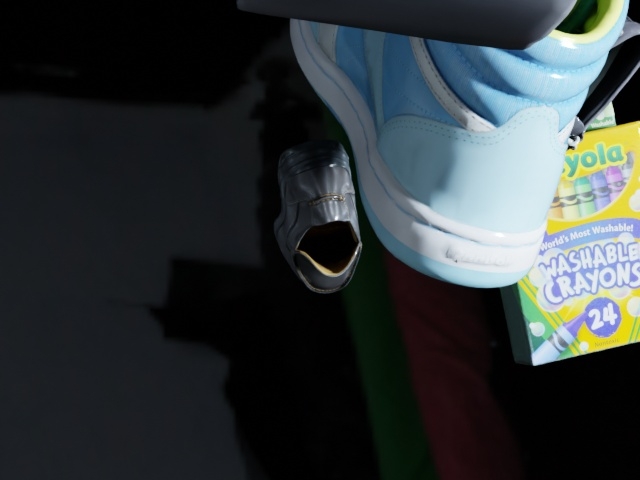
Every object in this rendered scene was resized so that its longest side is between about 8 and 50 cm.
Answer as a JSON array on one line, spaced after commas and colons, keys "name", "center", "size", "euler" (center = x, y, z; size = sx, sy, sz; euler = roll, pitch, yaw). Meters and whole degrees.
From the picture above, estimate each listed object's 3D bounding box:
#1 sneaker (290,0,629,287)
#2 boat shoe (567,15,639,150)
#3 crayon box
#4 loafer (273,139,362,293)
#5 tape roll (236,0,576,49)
[{"name": "sneaker", "center": [0.082, -0.144, 0.864], "size": [0.319, 0.127, 0.208], "euler": [-113, -144, -48]}, {"name": "boat shoe", "center": [0.180, -0.102, 1.180], "size": [0.206, 0.075, 0.065], "euler": [-50, -139, -6]}, {"name": "crayon box", "center": [0.317, -0.022, 1.878], "size": [0.083, 0.203, 0.322], "euler": [171, -93, -80]}, {"name": "loafer", "center": [0.000, 0.000, 1.043], "size": [0.170, 0.062, 0.061], "euler": [77, 0, -60]}, {"name": "tape roll", "center": [0.031, -0.156, 0.340], "size": [0.219, 0.072, 0.219], "euler": [-171, -90, -84]}]
